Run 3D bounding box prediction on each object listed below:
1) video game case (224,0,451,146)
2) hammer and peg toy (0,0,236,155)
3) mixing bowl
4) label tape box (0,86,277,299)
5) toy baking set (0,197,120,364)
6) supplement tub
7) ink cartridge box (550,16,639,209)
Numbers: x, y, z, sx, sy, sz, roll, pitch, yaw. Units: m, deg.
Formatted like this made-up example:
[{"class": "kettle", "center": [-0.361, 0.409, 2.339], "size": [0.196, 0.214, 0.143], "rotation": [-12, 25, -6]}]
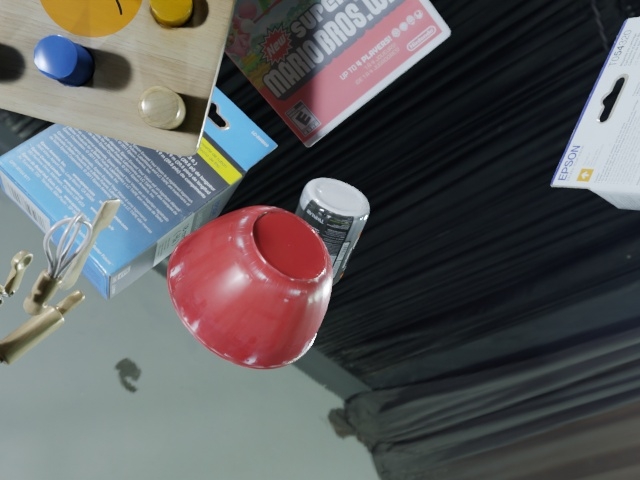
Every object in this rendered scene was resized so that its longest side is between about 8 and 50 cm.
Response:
[{"class": "video game case", "center": [-0.027, -0.266, 0.766], "size": [0.285, 0.204, 0.025], "rotation": [48, 17, -18]}, {"class": "hammer and peg toy", "center": [-0.259, -0.235, 0.653], "size": [0.362, 0.265, 0.127], "rotation": [14, 6, -6]}, {"class": "mixing bowl", "center": [-0.056, 0.030, 0.753], "size": [0.182, 0.098, 0.181], "rotation": [22, 43, -22]}, {"class": "label tape box", "center": [-0.269, -0.107, 1.104], "size": [0.240, 0.106, 0.334], "rotation": [45, 62, 9]}, {"class": "toy baking set", "center": [-0.321, 0.060, 0.824], "size": [0.030, 0.196, 0.256], "rotation": [40, 52, 12]}, {"class": "supplement tub", "center": [0.000, 0.000, 1.228], "size": [0.117, 0.190, 0.117], "rotation": [15, 34, -11]}, {"class": "ink cartridge box", "center": [0.538, -0.191, 1.038], "size": [0.071, 0.330, 0.324], "rotation": [33, 79, -31]}]
